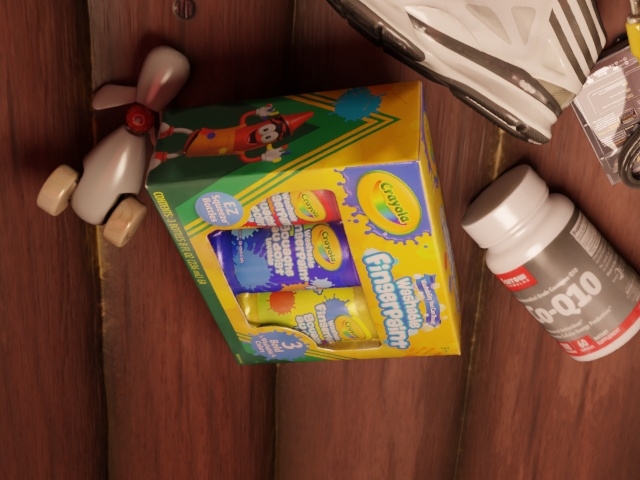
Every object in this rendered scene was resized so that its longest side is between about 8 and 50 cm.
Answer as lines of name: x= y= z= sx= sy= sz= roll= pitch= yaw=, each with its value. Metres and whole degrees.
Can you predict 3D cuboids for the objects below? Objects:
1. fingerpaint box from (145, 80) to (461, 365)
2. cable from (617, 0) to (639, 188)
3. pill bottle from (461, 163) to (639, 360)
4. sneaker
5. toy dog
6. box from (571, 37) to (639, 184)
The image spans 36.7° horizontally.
fingerpaint box: x=0.000 y=0.000 z=1.422 sx=0.371 sy=0.163 sz=0.445 roll=-4 pitch=140 yaw=12
cable: x=0.486 y=-0.213 z=1.350 sx=0.139 sy=0.072 sz=0.287 roll=-6 pitch=125 yaw=-4
pill bottle: x=0.355 y=0.033 z=1.466 sx=0.161 sy=0.161 sz=0.283 roll=-40 pitch=100 yaw=23
sneaker: x=0.202 y=-0.359 z=1.365 sx=0.447 sy=0.169 sz=0.257 roll=35 pitch=94 yaw=3
toy dog: x=-0.302 y=-0.146 z=1.553 sx=0.333 sy=0.161 sz=0.220 roll=-38 pitch=99 yaw=7
box: x=0.489 y=-0.211 z=1.395 sx=0.231 sy=0.056 sz=0.183 roll=-26 pitch=106 yaw=20
